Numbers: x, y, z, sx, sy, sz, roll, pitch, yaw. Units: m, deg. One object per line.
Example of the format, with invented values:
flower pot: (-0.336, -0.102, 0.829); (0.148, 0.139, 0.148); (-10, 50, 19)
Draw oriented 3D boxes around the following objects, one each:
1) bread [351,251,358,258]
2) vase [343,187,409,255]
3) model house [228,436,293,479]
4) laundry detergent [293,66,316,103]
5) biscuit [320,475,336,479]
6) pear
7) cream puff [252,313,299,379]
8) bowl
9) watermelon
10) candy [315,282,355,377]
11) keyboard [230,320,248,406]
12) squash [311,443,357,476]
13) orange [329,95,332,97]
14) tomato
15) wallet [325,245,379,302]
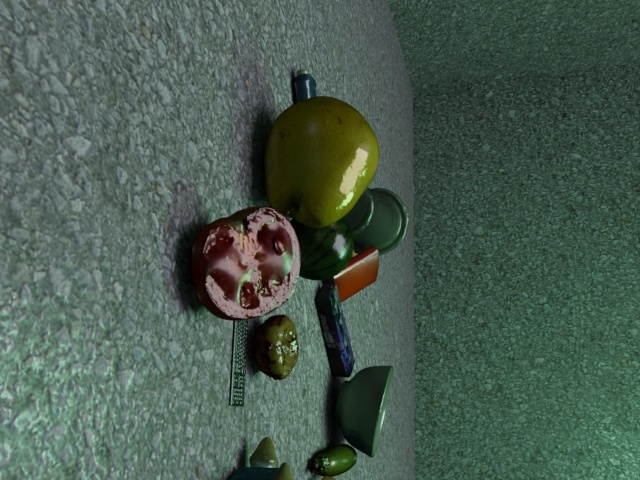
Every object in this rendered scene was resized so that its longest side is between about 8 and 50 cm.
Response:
bread: (0.092, 0.089, 2.257); (0.125, 0.082, 0.106); (32, 45, -58)
vase: (0.137, -0.084, 2.188); (0.291, 0.245, 0.245); (23, 65, -67)
model house: (-0.089, 0.545, 1.341); (0.267, 0.194, 0.325); (67, 22, -49)
laundry detergent: (-0.039, -0.394, 1.936); (0.096, 0.061, 0.206); (-33, 118, -62)
biscuit: (-0.012, 0.732, 1.787); (0.288, 0.044, 0.202); (28, 71, -65)
pear: (0.001, -0.190, 1.621); (0.336, 0.285, 0.285); (-94, 171, -55)
cream puff: (-0.106, 0.239, 1.522); (0.149, 0.084, 0.149); (-5, 90, -70)
bowl: (0.129, 0.520, 2.116); (0.289, 0.146, 0.289); (11, 90, -78)
watermelon: (0.000, 0.000, 1.738); (0.215, 0.188, 0.188); (-52, 142, -29)
candy: (0.046, 0.281, 2.081); (0.088, 0.061, 0.312); (-65, 147, -57)
keyboard: (-0.171, 0.249, 1.426); (0.063, 0.010, 0.198); (40, 49, -66)
squash: (0.044, 0.639, 1.960); (0.331, 0.087, 0.087); (34, 54, -68)
orange: (0.022, -0.345, 2.049); (0.160, 0.112, 0.170); (53, 12, -45)
tomato: (-0.158, 0.045, 1.293); (0.233, 0.139, 0.200); (-22, 103, -37)
wallet: (0.101, 0.115, 2.146); (0.204, 0.045, 0.142); (-28, 133, -34)
